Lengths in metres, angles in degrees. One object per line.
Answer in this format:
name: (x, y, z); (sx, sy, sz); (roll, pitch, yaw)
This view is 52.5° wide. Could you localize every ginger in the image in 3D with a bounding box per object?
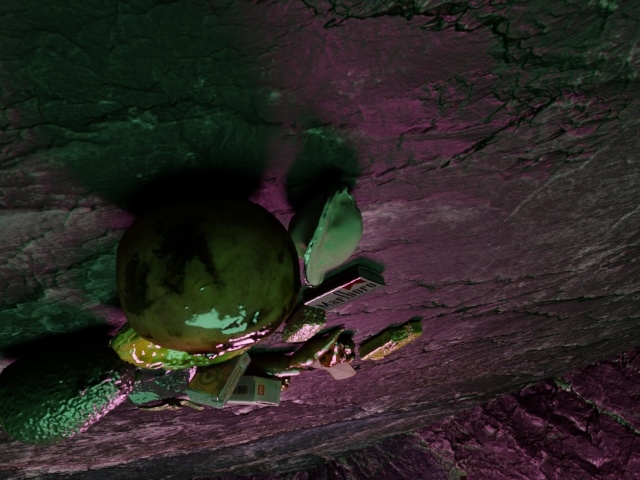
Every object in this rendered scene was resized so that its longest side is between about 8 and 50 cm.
ginger: (0.061, 0.345, 1.994); (0.103, 0.074, 0.162); (-3, 150, -20)

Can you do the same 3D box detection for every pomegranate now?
pomegranate: (-0.194, 0.064, 1.136); (0.321, 0.322, 0.322); (-10, 153, -5)

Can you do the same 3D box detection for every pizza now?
pizza: (-0.185, 0.497, 2.165); (0.197, 0.058, 0.292); (-16, 166, -21)

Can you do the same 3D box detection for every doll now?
doll: (-0.611, 0.355, 1.590); (0.349, 0.247, 0.247); (-25, 151, 11)

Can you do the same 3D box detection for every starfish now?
starfish: (-0.506, 0.558, 2.194); (0.223, 0.050, 0.217); (6, 156, -10)

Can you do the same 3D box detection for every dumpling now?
dumpling: (0.000, 0.000, 1.213); (0.142, 0.173, 0.247); (15, 149, 8)

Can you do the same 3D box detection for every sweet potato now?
sweet potato: (-0.009, 0.318, 1.933); (0.226, 0.068, 0.068); (-37, 147, 15)
sweet potato: (-0.169, 0.379, 1.976); (0.243, 0.077, 0.077); (5, 149, -19)

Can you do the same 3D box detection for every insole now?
insole: (0.050, 0.433, 2.228); (0.118, 0.009, 0.348); (-18, 152, 10)

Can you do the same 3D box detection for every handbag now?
handbag: (-0.473, 0.391, 1.867); (0.270, 0.089, 0.175); (-11, 144, -4)

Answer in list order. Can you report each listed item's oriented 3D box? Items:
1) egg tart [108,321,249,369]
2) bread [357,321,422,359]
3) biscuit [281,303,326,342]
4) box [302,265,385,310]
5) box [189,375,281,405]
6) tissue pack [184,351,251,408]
egg tart: (-0.312, 0.194, 1.484); (0.345, 0.133, 0.345); (-10, 154, -5)
bread: (0.218, 0.314, 2.028); (0.088, 0.049, 0.226); (9, 146, -35)
biscuit: (-0.046, 0.222, 1.720); (0.082, 0.071, 0.168); (7, 150, -21)
box: (0.057, 0.121, 1.605); (0.177, 0.036, 0.115); (-28, 149, 28)
box: (-0.263, 0.459, 1.989); (0.269, 0.079, 0.135); (-7, 160, 33)
tissue pack: (-0.254, 0.333, 1.609); (0.108, 0.148, 0.060); (4, 136, 29)
